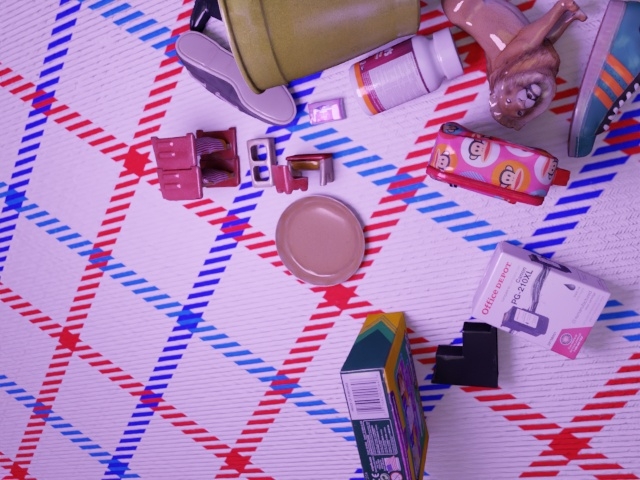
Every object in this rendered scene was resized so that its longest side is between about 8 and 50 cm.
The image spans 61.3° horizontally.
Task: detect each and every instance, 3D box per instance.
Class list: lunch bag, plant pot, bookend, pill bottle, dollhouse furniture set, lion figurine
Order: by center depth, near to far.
[{"bbox_3d":[0.351,-0.149,1.060,0.258,0.293,0.120,17,105,14],"label":"lunch bag"},{"bbox_3d":[0.010,-0.505,1.066,0.352,0.366,0.367,-8,103,9],"label":"plant pot"},{"bbox_3d":[0.354,-0.432,1.080,0.240,0.142,0.392,-44,75,31],"label":"lion figurine"},{"bbox_3d":[0.182,-0.359,1.148,0.221,0.121,0.121,-18,99,22],"label":"pill bottle"},{"bbox_3d":[-0.176,-0.190,1.273,0.373,0.201,0.152,0,105,19],"label":"dollhouse furniture set"},{"bbox_3d":[0.344,0.264,1.297,0.157,0.072,0.156,-2,104,20],"label":"bookend"},{"bbox_3d":[0.000,0.000,1.360,0.236,0.032,0.236,5,106,18],"label":"plant pot"}]

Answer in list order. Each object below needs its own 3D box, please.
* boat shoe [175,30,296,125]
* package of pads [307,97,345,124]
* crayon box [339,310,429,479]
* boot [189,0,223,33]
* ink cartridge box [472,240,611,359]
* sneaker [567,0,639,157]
[{"bbox_3d":[-0.198,-0.379,1.299,0.335,0.095,0.112,35,77,2],"label":"boat shoe"},{"bbox_3d":[0.015,-0.303,1.269,0.083,0.032,0.050,-5,102,20],"label":"package of pads"},{"bbox_3d":[0.162,0.392,1.263,0.106,0.313,0.363,-9,102,17],"label":"crayon box"},{"bbox_3d":[-0.253,-0.537,1.288,0.099,0.045,0.121,22,110,9],"label":"boot"},{"bbox_3d":[0.478,0.128,1.198,0.237,0.100,0.172,22,110,11],"label":"ink cartridge box"},{"bbox_3d":[0.569,-0.300,1.042,0.121,0.108,0.302,17,108,18],"label":"sneaker"}]
